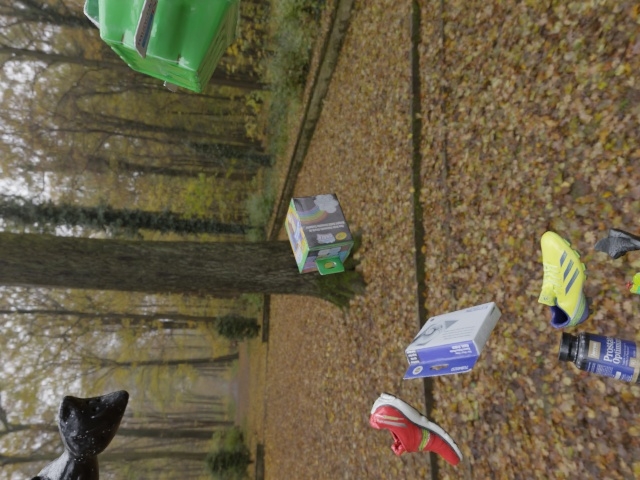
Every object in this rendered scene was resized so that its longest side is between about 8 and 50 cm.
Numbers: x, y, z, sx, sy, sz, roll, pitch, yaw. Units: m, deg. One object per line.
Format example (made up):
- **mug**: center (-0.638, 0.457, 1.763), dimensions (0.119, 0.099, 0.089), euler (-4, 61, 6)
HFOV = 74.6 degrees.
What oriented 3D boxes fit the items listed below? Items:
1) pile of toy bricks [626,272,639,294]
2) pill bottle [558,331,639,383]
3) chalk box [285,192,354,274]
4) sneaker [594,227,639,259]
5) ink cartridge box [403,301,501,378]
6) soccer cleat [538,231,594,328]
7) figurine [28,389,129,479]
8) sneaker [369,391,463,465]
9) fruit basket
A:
- **pile of toy bricks**: center (0.751, 0.105, 0.942), dimensions (0.118, 0.105, 0.212), euler (46, -116, -51)
- **pill bottle**: center (0.868, 0.355, 1.304), dimensions (0.123, 0.219, 0.123), euler (-25, -61, -57)
- **chalk box**: center (0.000, 0.000, 1.129), dimensions (0.132, 0.132, 0.213), euler (113, 144, -57)
- **sneaker**: center (0.903, 0.021, 1.253), dimensions (0.170, 0.051, 0.089), euler (-117, 31, -65)
- **ink cartridge box**: center (0.330, 0.259, 1.090), dimensions (0.223, 0.224, 0.045), euler (-30, 97, 48)
- **soccer cleat**: center (0.623, 0.113, 1.099), dimensions (0.289, 0.121, 0.093), euler (62, -176, -21)
- **figurine**: center (-0.342, 0.253, 0.457), dimensions (0.092, 0.215, 0.209), euler (41, 111, 43)
- **sneaker**: center (0.239, 0.505, 1.083), dimensions (0.118, 0.279, 0.107), euler (-55, 8, -14)
- **fruit basket**: center (-0.173, -0.385, 0.527), dimensions (0.327, 0.165, 0.353), euler (-138, 58, -72)
